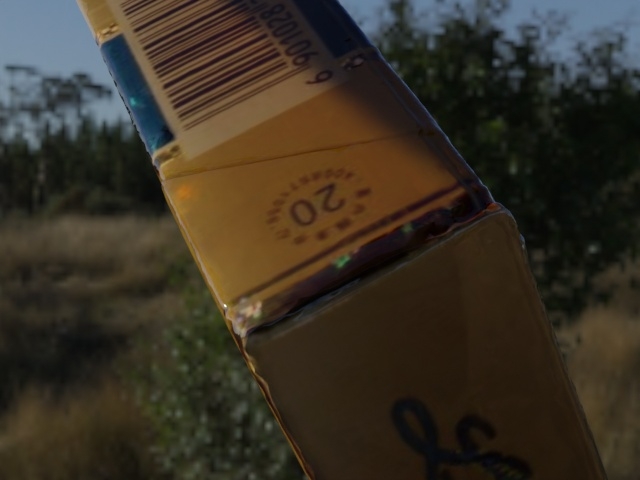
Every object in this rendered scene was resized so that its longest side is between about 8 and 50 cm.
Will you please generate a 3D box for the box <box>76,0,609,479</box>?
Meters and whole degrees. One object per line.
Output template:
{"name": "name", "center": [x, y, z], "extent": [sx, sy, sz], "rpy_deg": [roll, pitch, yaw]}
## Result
{"name": "box", "center": [0.000, 0.000, 0.467], "extent": [0.070, 0.152, 0.237], "rpy_deg": [-26, 37, -1]}
